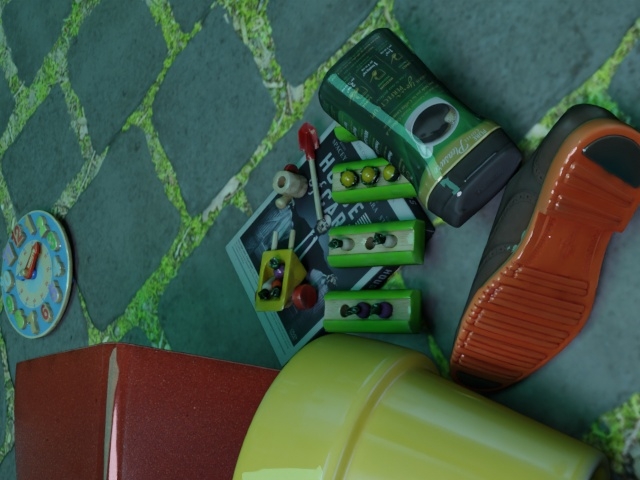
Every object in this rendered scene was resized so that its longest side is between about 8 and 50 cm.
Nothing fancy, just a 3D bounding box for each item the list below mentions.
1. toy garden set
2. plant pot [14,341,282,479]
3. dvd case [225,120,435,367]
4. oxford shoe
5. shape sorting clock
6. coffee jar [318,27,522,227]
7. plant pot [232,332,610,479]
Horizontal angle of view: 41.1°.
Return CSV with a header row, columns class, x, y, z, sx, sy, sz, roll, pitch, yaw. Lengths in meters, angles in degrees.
class,x,y,z,sx,sy,sz,roll,pitch,yaw
toy garden set,0.011,-0.029,0.877,0.204,0.049,0.244,-4,79,41
plant pot,-0.146,0.245,0.826,0.267,0.267,0.236,-18,62,52
dvd case,0.000,0.000,0.941,0.239,0.029,0.179,-48,55,28
oxford shoe,0.186,0.011,0.737,0.098,0.097,0.271,-98,31,-62
shape sorting clock,-0.460,0.054,1.370,0.206,0.040,0.206,-9,77,43
coffee jar,0.091,-0.102,0.779,0.096,0.079,0.184,-42,73,-7
plant pot,0.091,0.220,0.683,0.239,0.254,0.254,10,91,29
